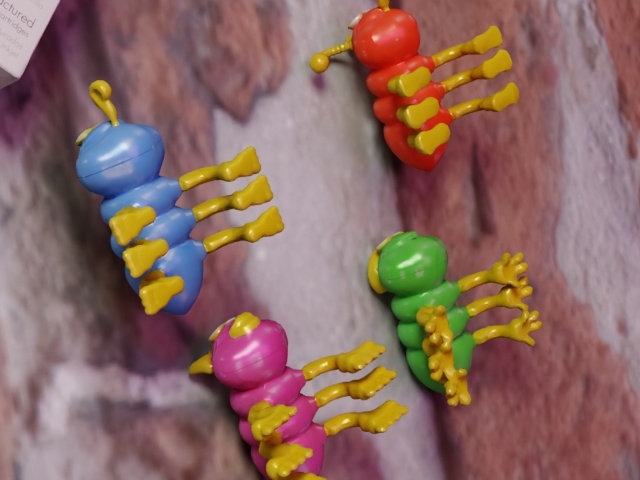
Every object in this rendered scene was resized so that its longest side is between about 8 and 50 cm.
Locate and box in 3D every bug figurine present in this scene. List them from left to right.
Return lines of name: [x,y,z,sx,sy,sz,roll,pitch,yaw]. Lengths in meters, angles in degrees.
bug figurine: [0.000,0.000,0.725,0.279,0.072,0.216,-29,105,-44]

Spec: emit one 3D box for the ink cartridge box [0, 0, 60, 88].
ink cartridge box: [-0.146,-0.161,0.648,0.104,0.061,0.181,36,59,-28]
